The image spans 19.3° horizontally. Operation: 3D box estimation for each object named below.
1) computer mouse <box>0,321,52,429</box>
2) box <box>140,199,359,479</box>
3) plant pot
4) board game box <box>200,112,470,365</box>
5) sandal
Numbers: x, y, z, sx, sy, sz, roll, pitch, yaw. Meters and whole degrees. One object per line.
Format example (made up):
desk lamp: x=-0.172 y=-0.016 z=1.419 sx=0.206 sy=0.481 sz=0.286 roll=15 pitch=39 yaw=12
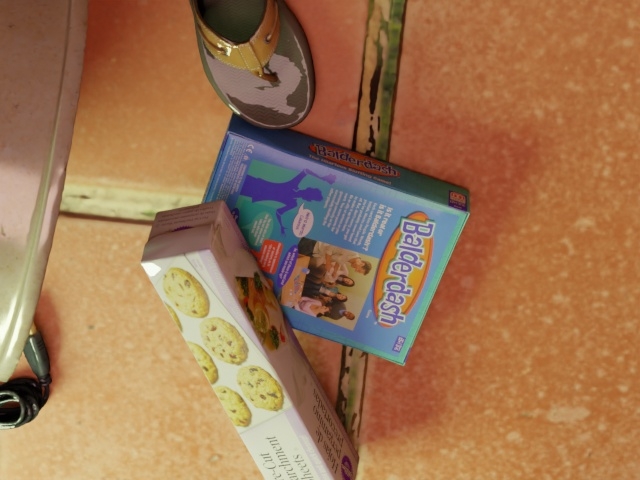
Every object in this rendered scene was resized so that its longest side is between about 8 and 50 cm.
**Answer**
computer mouse: x=-0.342 y=0.076 z=1.626 sx=0.184 sy=0.060 sz=0.262 roll=-11 pitch=116 yaw=10
box: x=-0.053 y=0.105 z=1.578 sx=0.067 sy=0.063 sz=0.324 roll=-9 pitch=130 yaw=20
plant pot: x=-0.351 y=-0.086 z=1.360 sx=0.306 sy=0.334 sz=0.333 roll=10 pitch=118 yaw=-15
board game box: x=0.000 y=0.000 z=1.573 sx=0.210 sy=0.047 sz=0.160 roll=19 pitch=117 yaw=-6
sandal: x=-0.060 y=-0.183 z=1.475 sx=0.090 sy=0.060 sz=0.219 roll=-6 pitch=117 yaw=7
